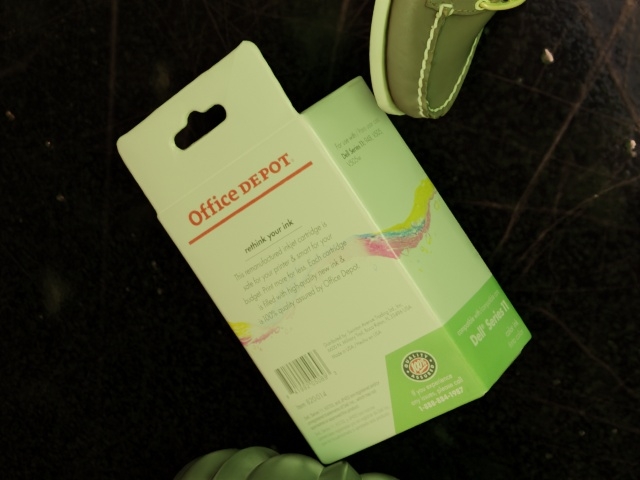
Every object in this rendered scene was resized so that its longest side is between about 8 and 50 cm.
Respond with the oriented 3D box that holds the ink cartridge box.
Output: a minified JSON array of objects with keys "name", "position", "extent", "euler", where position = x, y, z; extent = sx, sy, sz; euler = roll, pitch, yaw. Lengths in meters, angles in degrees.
[{"name":"ink cartridge box","position":[0.000,0.000,1.205],"extent":[0.207,0.119,0.353],"euler":[-31,94,38]}]

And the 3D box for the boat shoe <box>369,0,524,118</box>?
[{"name":"boat shoe","position":[0.122,-0.234,1.035],"extent":[0.097,0.116,0.324],"euler":[25,116,23]}]

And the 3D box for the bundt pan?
[{"name":"bundt pan","position":[0.003,0.275,1.243],"extent":[0.331,0.331,0.124],"euler":[4,70,30]}]
